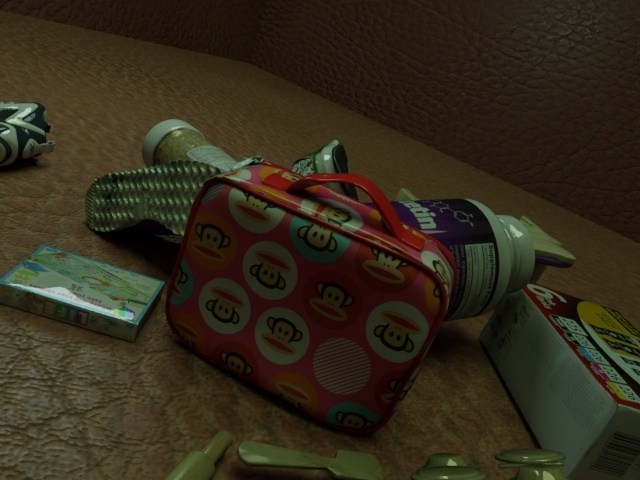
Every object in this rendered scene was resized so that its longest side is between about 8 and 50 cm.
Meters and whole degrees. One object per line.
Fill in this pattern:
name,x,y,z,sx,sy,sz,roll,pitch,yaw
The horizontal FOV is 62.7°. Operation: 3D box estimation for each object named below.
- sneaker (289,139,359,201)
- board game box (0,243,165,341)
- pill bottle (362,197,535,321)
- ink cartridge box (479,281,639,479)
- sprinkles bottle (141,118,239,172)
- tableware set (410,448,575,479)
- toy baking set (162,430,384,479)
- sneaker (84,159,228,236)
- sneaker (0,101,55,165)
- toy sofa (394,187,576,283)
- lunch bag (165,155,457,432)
sneaker,-0.026,-0.122,1.113,0.182,0.157,0.410,-15,4,3
board game box,-0.274,0.059,0.614,0.154,0.026,0.103,19,22,-6
pill bottle,0.140,0.031,0.762,0.323,0.181,0.181,-4,30,-22
ink cartridge box,0.415,0.208,0.739,0.272,0.130,0.309,18,21,-10
sprinkles bottle,-0.188,-0.099,0.936,0.121,0.121,0.355,-3,32,-46
tableware set,0.156,0.211,0.479,0.141,0.020,0.169,-7,-14,14
toy baking set,-0.041,0.234,0.412,0.197,0.030,0.256,27,23,8
sneaker,-0.191,-0.055,0.765,0.294,0.102,0.146,4,0,30
sneaker,-0.557,-0.208,0.905,0.235,0.094,0.153,29,22,21
toy sofa,0.304,0.029,1.039,0.363,0.150,0.177,9,29,-28
lunch bag,-0.011,0.043,0.572,0.293,0.258,0.120,26,25,11
